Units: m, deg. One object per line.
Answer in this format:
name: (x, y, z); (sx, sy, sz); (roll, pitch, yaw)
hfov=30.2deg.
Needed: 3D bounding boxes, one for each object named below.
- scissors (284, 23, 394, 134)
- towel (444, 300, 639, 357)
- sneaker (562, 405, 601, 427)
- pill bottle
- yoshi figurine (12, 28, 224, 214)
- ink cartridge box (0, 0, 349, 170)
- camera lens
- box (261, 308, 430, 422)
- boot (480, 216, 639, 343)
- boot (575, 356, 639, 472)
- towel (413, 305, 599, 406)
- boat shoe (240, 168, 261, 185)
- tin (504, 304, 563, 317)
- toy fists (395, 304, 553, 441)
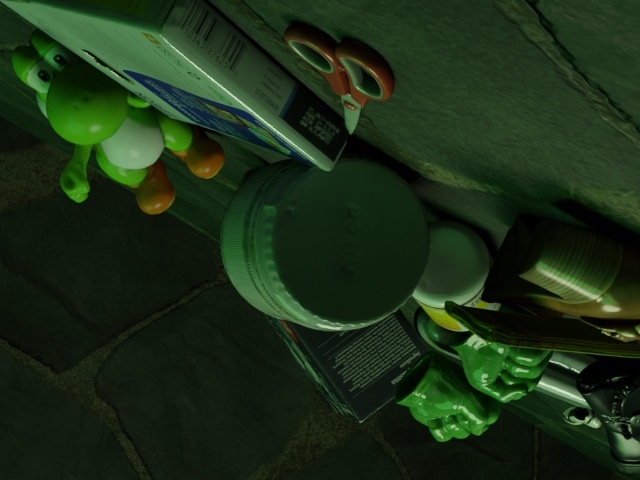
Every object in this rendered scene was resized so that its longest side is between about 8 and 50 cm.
scissors: (0.039, -0.138, 1.178); (0.109, 0.021, 0.297); (24, 170, 18)
towel: (0.259, 0.098, 1.328); (0.237, 0.021, 0.102); (8, -165, -27)
sneaker: (0.407, 0.272, 1.867); (0.037, 0.032, 0.083); (30, 163, -25)
pill bottle: (0.184, 0.055, 1.608); (0.117, 0.117, 0.215); (25, 172, 21)
yoshi figurine: (-0.290, -0.157, 1.695); (0.203, 0.204, 0.362); (4, 158, 33)
ink cartridge box: (-0.162, -0.200, 1.331); (0.307, 0.072, 0.303); (24, 173, 42)
camera lens: (0.000, 0.000, 1.501); (0.219, 0.219, 0.274); (30, 173, -14)
box: (0.024, 0.147, 2.172); (0.313, 0.179, 0.343); (54, 171, -1)
boot: (0.306, 0.054, 1.295); (0.220, 0.109, 0.283); (24, 167, -5)
boot: (0.519, 0.248, 1.743); (0.246, 0.094, 0.207); (-11, 130, 25)
towel: (0.342, 0.194, 1.987); (0.374, 0.090, 0.320); (21, 175, 0)
boat shoe: (-0.091, -0.066, 1.929); (0.079, 0.084, 0.233); (25, 175, 19)
tin: (0.307, 0.101, 1.800); (0.106, 0.040, 0.190); (32, 173, -1)
toy fists: (0.238, 0.207, 1.789); (0.142, 0.279, 0.096); (31, -143, -11)
